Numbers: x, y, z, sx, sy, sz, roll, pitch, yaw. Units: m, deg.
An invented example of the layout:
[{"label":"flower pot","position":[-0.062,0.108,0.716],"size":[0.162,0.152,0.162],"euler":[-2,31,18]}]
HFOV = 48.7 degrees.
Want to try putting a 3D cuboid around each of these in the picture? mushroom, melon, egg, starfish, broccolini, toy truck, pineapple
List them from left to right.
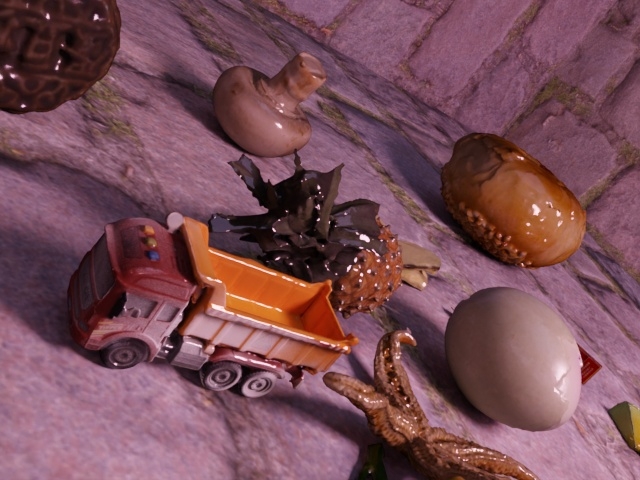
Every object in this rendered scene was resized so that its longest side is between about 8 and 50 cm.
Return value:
[{"label":"toy truck","position":[-0.102,0.070,0.705],"size":[0.270,0.135,0.114],"euler":[22,27,-35]},{"label":"mushroom","position":[-0.100,-0.254,1.300],"size":[0.206,0.209,0.206],"euler":[10,44,-10]},{"label":"pineapple","position":[0.003,0.002,0.867],"size":[0.165,0.165,0.364],"euler":[47,3,22]},{"label":"broccolini","position":[0.054,0.246,0.702],"size":[0.074,0.058,0.201],"euler":[21,21,-5]},{"label":"starfish","position":[0.136,0.223,0.821],"size":[0.375,0.094,0.327],"euler":[31,14,-42]},{"label":"egg","position":[0.285,0.181,1.033],"size":[0.183,0.183,0.217],"euler":[23,33,-34]},{"label":"melon","position":[0.665,0.413,1.337],"size":[0.262,0.053,0.114],"euler":[41,29,8]}]

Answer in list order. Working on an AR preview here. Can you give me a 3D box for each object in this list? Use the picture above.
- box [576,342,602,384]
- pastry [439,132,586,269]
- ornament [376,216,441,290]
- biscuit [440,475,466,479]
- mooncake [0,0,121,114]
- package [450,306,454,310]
[{"label":"box","position":[0.525,0.247,1.445],"size":[0.082,0.051,0.023],"euler":[44,20,17]},{"label":"pastry","position":[0.476,-0.094,1.791],"size":[0.409,0.245,0.409],"euler":[35,20,-14]},{"label":"ornament","position":[0.118,0.015,1.278],"size":[0.201,0.059,0.180],"euler":[37,22,4]},{"label":"biscuit","position":[0.109,0.263,0.627],"size":[0.039,0.183,0.174],"euler":[-2,34,-4]},{"label":"mooncake","position":[-0.360,-0.266,0.861],"size":[0.228,0.228,0.124],"euler":[8,31,-51]},{"label":"package","position":[0.282,0.159,1.269],"size":[0.077,0.033,0.110],"euler":[11,28,-32]}]
